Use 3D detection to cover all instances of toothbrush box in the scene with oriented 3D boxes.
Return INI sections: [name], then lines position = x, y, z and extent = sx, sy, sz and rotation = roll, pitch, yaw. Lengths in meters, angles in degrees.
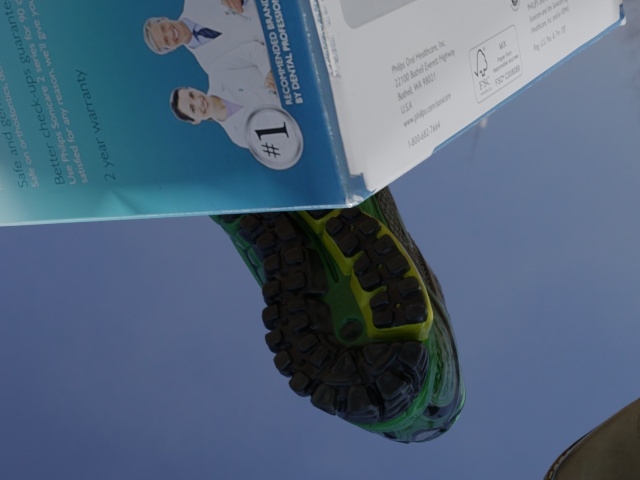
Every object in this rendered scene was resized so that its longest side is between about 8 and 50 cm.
[toothbrush box]
position = -0.072, -0.094, 0.466
extent = 0.295, 0.126, 0.216
rotation = -3, -161, 35

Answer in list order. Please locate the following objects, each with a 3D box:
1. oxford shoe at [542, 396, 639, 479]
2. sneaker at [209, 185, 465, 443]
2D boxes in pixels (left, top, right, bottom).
[oxford shoe]
position = 0.275, 0.077, 0.683
extent = 0.348, 0.130, 0.123
rotation = -23, -124, 1
[sneaker]
position = 0.000, 0.000, 0.926
extent = 0.146, 0.134, 0.343
rotation = 50, -163, -54
